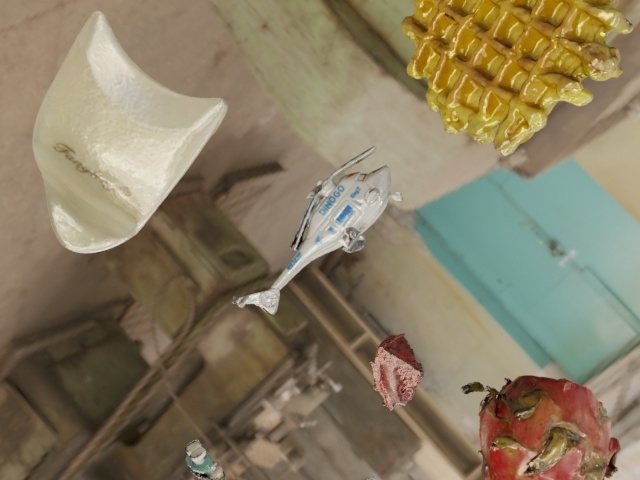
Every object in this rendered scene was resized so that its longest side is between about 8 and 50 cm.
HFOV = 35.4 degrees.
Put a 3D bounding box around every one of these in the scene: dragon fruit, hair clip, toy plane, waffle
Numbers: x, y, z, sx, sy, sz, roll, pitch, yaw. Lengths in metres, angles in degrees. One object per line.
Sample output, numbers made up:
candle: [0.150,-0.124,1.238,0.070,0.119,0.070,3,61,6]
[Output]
dragon fruit: [0.119,0.239,1.768,0.063,0.097,0.131,-4,133,-32]
dragon fruit: [0.400,0.400,1.833,0.269,0.250,0.291,37,67,-44]
hair clip: [-0.232,-0.092,1.105,0.113,0.172,0.282,-54,-179,-34]
toy plane: [-0.001,0.000,1.366,0.273,0.107,0.182,-50,176,-19]
waffle: [0.201,-0.240,1.055,0.065,0.309,0.283,7,164,-41]

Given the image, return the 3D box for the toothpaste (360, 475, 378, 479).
toothpaste: [0.088,0.553,1.647,0.071,0.312,0.089,-25,136,35]

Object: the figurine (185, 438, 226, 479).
figurine: [-0.172,0.349,1.522,0.047,0.060,0.106,-48,139,-28]
